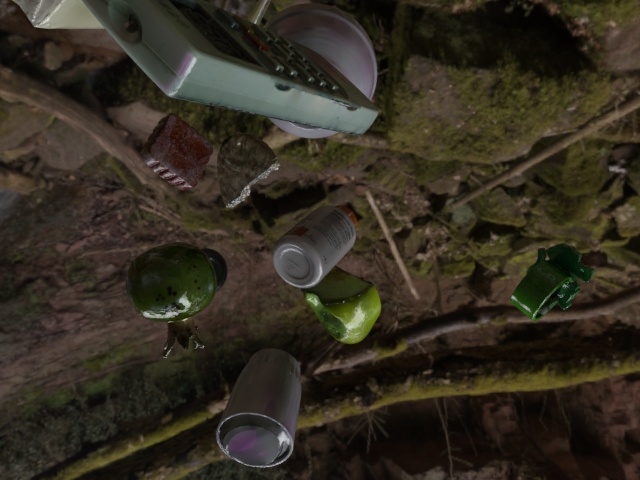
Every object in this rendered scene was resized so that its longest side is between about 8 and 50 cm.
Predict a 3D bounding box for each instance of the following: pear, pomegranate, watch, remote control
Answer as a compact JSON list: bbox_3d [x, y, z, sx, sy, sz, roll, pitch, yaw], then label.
[{"bbox_3d":[0.063,0.223,1.664,0.159,0.292,0.292,-38,-162,-22],"label":"pear"},{"bbox_3d":[-0.293,0.116,1.026,0.182,0.224,0.181,-7,-178,0],"label":"pomegranate"},{"bbox_3d":[0.513,0.095,1.173,0.152,0.165,0.131,-20,-129,-32],"label":"watch"},{"bbox_3d":[-0.060,-0.180,0.530,0.050,0.145,0.344,-51,161,24],"label":"remote control"}]

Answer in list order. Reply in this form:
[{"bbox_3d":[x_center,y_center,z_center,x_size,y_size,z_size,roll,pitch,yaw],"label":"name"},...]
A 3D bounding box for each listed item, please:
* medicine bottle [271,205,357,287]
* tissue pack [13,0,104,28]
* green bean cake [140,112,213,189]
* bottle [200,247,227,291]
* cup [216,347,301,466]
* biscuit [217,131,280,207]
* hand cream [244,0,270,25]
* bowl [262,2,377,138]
[{"bbox_3d":[0.000,0.000,1.428,0.157,0.156,0.289,-6,-157,33],"label":"medicine bottle"},{"bbox_3d":[-0.448,-0.599,1.049,0.297,0.207,0.380,-35,-169,23],"label":"tissue pack"},{"bbox_3d":[-0.319,-0.195,1.137,0.056,0.135,0.135,-9,141,41],"label":"green bean cake"},{"bbox_3d":[-0.389,0.090,1.530,0.156,0.143,0.271,-9,180,-37],"label":"bottle"},{"bbox_3d":[-0.197,0.569,1.782,0.254,0.253,0.371,-9,-153,12],"label":"cup"},{"bbox_3d":[-0.180,-0.172,1.153,0.032,0.133,0.250,-24,175,-39],"label":"biscuit"},{"bbox_3d":[-0.149,-0.573,1.254,0.143,0.039,0.061,-53,-171,22],"label":"hand cream"},{"bbox_3d":[-0.018,-0.339,1.094,0.287,0.286,0.143,-9,-142,9],"label":"bowl"}]
